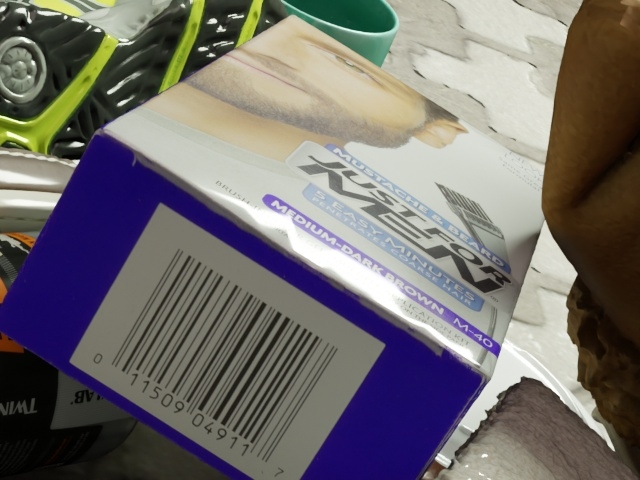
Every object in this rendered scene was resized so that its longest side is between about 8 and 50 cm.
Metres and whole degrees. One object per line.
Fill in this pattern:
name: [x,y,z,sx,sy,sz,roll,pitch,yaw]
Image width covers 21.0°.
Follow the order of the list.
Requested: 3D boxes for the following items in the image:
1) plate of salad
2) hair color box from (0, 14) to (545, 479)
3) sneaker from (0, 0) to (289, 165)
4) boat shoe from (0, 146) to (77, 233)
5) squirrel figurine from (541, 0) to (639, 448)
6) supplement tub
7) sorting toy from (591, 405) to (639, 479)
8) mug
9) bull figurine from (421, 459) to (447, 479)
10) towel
plate of salad: [0.085,0.098,1.029,0.200,0.048,0.200,26,23,-12]
hair color box: [0.000,0.000,0.836,0.185,0.110,0.339,33,18,2]
sneaker: [-0.182,-0.084,1.073,0.147,0.145,0.385,6,13,39]
boat shoe: [-0.244,-0.017,0.856,0.324,0.116,0.096,-8,62,-42]
squirrel figurine: [0.322,0.019,0.894,0.370,0.397,0.281,22,36,21]
supplement tub: [-0.181,0.056,0.790,0.190,0.117,0.117,-5,40,-47]
sorting toy: [0.269,0.187,1.028,0.193,0.038,0.208,10,37,-30]
mug: [-0.026,-0.151,1.338,0.158,0.097,0.129,-4,39,-45]
bull figurine: [0.038,0.173,0.796,0.188,0.101,0.310,-12,43,-46]
towel: [0.131,0.150,0.761,0.187,0.049,0.282,45,14,5]
